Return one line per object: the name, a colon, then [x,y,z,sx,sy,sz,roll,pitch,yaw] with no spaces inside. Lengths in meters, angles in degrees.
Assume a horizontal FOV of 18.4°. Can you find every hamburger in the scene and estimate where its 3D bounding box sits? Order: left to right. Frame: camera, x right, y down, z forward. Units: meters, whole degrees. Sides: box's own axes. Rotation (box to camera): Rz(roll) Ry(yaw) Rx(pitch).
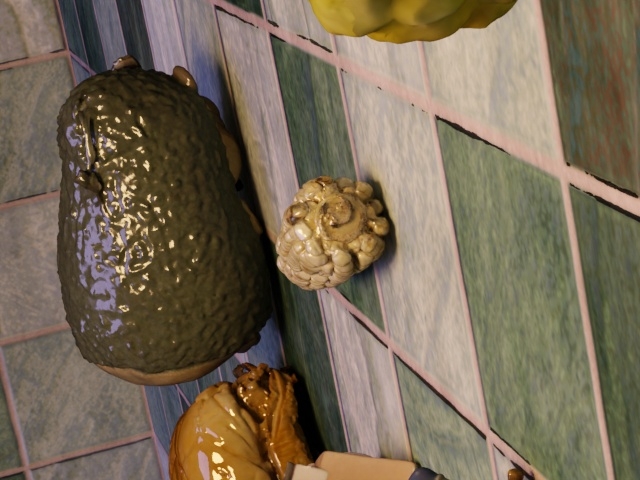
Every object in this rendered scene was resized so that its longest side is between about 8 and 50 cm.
hamburger: [-0.078,0.280,2.186,0.318,0.158,0.318,168,90,-78]

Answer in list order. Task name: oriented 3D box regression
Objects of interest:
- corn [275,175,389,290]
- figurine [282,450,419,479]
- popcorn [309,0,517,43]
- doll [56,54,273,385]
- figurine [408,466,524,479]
corn: [0.000,0.000,1.663,0.211,0.087,0.087,137,118,-75]
figurine: [0.028,0.266,1.784,0.237,0.141,0.162,98,-176,-67]
popcorn: [0.045,-0.225,0.913,0.250,0.235,0.242,-59,33,12]
doll: [-0.175,-0.021,2.136,0.247,0.247,0.349,-137,31,-69]
figurine: [0.099,0.298,1.372,0.161,0.158,0.275,-107,8,-63]
